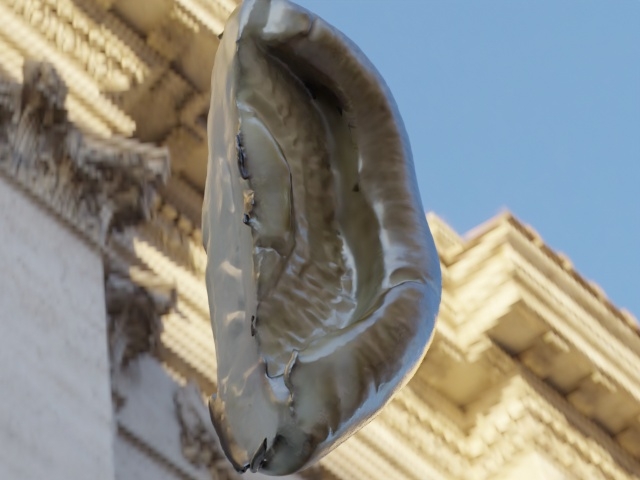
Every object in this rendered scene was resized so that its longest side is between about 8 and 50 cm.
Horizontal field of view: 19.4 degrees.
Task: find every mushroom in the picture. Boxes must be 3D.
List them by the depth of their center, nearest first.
[{"bbox_3d":[0.000,0.002,0.746,0.094,0.210,0.072,2,-31,-18],"label":"mushroom"}]
